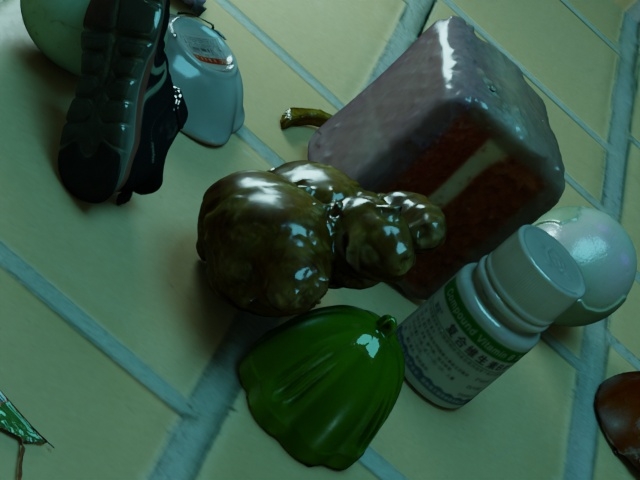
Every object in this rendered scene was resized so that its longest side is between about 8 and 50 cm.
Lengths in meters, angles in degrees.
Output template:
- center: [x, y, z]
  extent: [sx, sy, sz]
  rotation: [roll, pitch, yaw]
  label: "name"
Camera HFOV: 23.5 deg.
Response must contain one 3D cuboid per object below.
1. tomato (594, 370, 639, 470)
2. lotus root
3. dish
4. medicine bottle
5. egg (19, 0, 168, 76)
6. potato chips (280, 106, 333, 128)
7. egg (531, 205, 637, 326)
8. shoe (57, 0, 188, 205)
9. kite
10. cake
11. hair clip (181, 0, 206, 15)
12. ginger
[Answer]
- center: [0.506, 0.261, 2.252]
  extent: [0.199, 0.112, 0.228]
  rotation: [32, 28, -21]
  label: "tomato"
- center: [0.027, 0.136, 1.703]
  extent: [0.186, 0.186, 0.186]
  rotation: [33, 30, -22]
  label: "lotus root"
- center: [-0.171, -0.234, 2.020]
  extent: [0.229, 0.081, 0.229]
  rotation: [34, 30, -23]
  label: "dish"
- center: [0.212, 0.096, 1.933]
  extent: [0.139, 0.237, 0.139]
  rotation: [35, 30, -23]
  label: "medicine bottle"
- center: [-0.272, -0.270, 1.857]
  extent: [0.192, 0.149, 0.149]
  rotation: [34, 29, -32]
  label: "egg"
- center: [0.011, -0.167, 2.237]
  extent: [0.204, 0.026, 0.037]
  rotation: [9, 48, -50]
  label: "potato chips"
- center: [0.371, 0.042, 2.279]
  extent: [0.183, 0.183, 0.217]
  rotation: [48, 31, 5]
  label: "egg"
- center: [-0.205, -0.176, 1.755]
  extent: [0.137, 0.114, 0.290]
  rotation: [19, 79, -55]
  label: "shoe"
- center: [-0.317, 0.177, 1.352]
  extent: [0.198, 0.006, 0.244]
  rotation: [24, 34, -35]
  label: "kite"
- center: [0.154, -0.109, 2.064]
  extent: [0.237, 0.309, 0.230]
  rotation: [34, 32, -26]
  label: "cake"
- center: [-0.241, -0.477, 2.266]
  extent: [0.096, 0.110, 0.358]
  rotation: [-23, 70, -18]
  label: "hair clip"
- center: [-0.007, 0.003, 1.764]
  extent: [0.274, 0.152, 0.357]
  rotation: [14, 15, 20]
  label: "ginger"
